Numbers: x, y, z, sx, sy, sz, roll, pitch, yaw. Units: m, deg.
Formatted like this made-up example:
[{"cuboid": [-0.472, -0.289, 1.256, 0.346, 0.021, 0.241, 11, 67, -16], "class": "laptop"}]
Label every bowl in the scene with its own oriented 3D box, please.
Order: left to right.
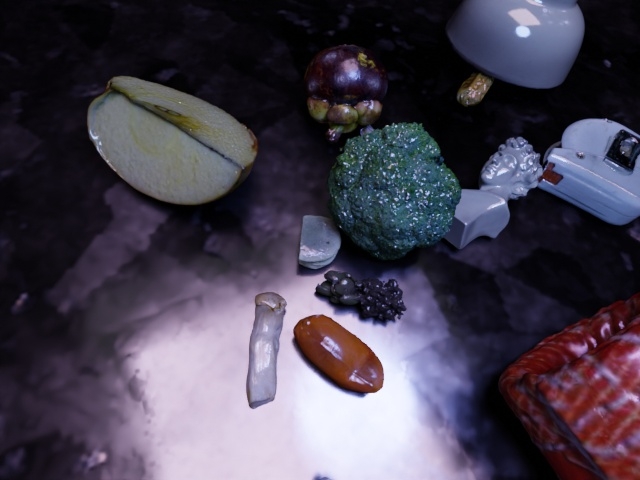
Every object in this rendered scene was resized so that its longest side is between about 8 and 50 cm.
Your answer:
[{"cuboid": [0.525, -0.575, 1.044, 0.354, 0.185, 0.353, 7, 53, -9], "class": "bowl"}]

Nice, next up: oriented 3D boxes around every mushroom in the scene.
[{"cuboid": [-0.098, 0.188, 0.710, 0.059, 0.054, 0.201, 7, 68, -4], "class": "mushroom"}]

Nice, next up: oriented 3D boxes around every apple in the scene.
[{"cuboid": [-0.279, -0.199, 0.809, 0.346, 0.179, 0.254, 30, 77, 6], "class": "apple"}]

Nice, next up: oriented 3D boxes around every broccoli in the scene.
[{"cuboid": [0.142, -0.102, 0.788, 0.270, 0.269, 0.270, 12, 33, 0], "class": "broccoli"}]

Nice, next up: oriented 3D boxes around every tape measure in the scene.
[{"cuboid": [0.642, -0.171, 0.926, 0.243, 0.125, 0.246, 32, 66, 9], "class": "tape measure"}]

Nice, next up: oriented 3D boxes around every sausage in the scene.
[{"cuboid": [0.032, 0.197, 0.706, 0.179, 0.089, 0.089, 39, 66, 9], "class": "sausage"}]

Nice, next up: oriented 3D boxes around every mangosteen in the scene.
[{"cuboid": [0.053, -0.327, 0.920, 0.193, 0.192, 0.216, 7, 96, -3], "class": "mangosteen"}]

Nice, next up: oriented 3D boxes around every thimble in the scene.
[{"cuboid": [0.478, 0.226, 0.599, 0.350, 0.350, 0.230, -25, 70, -17], "class": "thimble"}]

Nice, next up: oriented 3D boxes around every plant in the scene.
[{"cuboid": [0.077, 0.099, 0.761, 0.175, 0.087, 0.085, 15, 88, 6], "class": "plant"}]

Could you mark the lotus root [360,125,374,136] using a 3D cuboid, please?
[{"cuboid": [0.127, -0.233, 0.952, 0.037, 0.030, 0.083, -40, 68, 10], "class": "lotus root"}]

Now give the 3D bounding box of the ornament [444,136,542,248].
[{"cuboid": [0.367, -0.092, 0.865, 0.120, 0.130, 0.285, 33, 72, 29], "class": "ornament"}]

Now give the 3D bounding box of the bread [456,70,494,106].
[{"cuboid": [0.396, -0.390, 1.044, 0.066, 0.060, 0.110, 28, 67, 22], "class": "bread"}]

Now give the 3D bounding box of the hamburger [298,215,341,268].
[{"cuboid": [0.001, -0.002, 0.813, 0.084, 0.054, 0.121, 4, 56, -3], "class": "hamburger"}]

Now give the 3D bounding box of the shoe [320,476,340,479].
[{"cuboid": [0.077, 0.486, 0.515, 0.351, 0.171, 0.198, 39, 63, 10], "class": "shoe"}]
